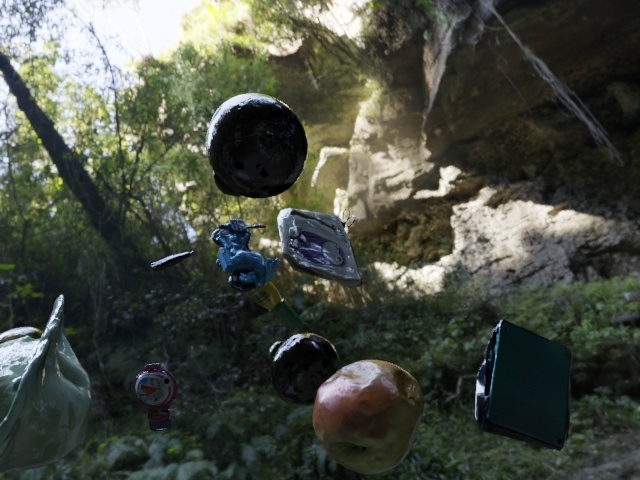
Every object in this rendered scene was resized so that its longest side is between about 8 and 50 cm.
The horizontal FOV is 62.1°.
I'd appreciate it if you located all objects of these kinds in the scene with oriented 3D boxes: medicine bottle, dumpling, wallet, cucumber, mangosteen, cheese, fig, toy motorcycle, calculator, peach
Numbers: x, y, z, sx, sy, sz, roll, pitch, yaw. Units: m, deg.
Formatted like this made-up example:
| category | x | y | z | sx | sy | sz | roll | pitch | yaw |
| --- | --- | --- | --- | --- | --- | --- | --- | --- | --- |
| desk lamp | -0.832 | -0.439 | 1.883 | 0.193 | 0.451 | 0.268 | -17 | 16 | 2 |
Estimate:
| category | x | y | z | sx | sy | sz | roll | pitch | yaw |
| --- | --- | --- | --- | --- | --- | --- | --- | --- | --- |
| medicine bottle | -0.186 | 0.225 | 2.015 | 0.309 | 0.076 | 0.111 | 44 | -50 | -17 |
| dumpling | -0.506 | 0.252 | 0.902 | 0.212 | 0.321 | 0.269 | -20 | -58 | -33 |
| wallet | 0.000 | 0.002 | 1.650 | 0.275 | 0.335 | 0.068 | 10 | -49 | -22 |
| cucumber | -0.536 | 0.070 | 1.938 | 0.163 | 0.038 | 0.043 | -23 | -7 | -9 |
| mangosteen | -0.048 | 0.371 | 1.537 | 0.216 | 0.216 | 0.216 | -13 | -33 | -8 |
| cheese | -0.567 | 0.544 | 1.838 | 0.155 | 0.244 | 0.062 | -4 | 8 | -2 |
| fig | -0.823 | 0.287 | 1.429 | 0.186 | 0.148 | 0.142 | 31 | -72 | -2 |
| toy motorcycle | -0.229 | 0.047 | 1.666 | 0.182 | 0.272 | 0.123 | -6 | -39 | -31 |
| calculator | 0.501 | 0.356 | 1.305 | 0.249 | 0.273 | 0.058 | 21 | -24 | -15 |
| mangosteen | -0.187 | -0.265 | 1.503 | 0.301 | 0.300 | 0.300 | -13 | -33 | -8 |
| peach | 0.106 | 0.345 | 1.076 | 0.235 | 0.214 | 0.214 | -38 | -12 | -47 |
